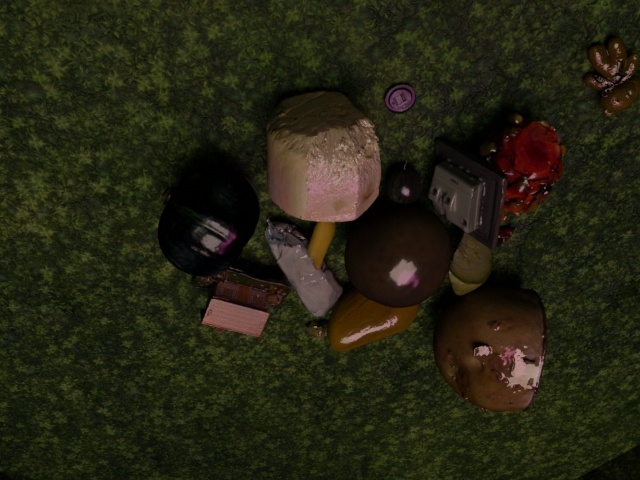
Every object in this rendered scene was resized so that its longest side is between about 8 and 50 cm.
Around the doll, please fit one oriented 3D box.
[{"bbox_3d":[0.757,-0.417,1.539,0.137,0.097,0.209,-29,124,23],"label":"doll"}]

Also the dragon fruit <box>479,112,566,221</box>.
[{"bbox_3d":[0.522,-0.184,1.628,0.227,0.243,0.307,32,105,15],"label":"dragon fruit"}]

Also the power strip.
[{"bbox_3d":[0.381,-0.120,1.638,0.092,0.257,0.251,-22,133,-26],"label":"power strip"}]

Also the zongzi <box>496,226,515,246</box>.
[{"bbox_3d":[0.564,-0.007,1.880,0.083,0.073,0.067,9,147,-14],"label":"zongzi"}]

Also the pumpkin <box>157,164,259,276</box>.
[{"bbox_3d":[-0.301,-0.062,1.556,0.238,0.315,0.315,29,122,-18],"label":"pumpkin"}]

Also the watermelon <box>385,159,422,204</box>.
[{"bbox_3d":[0.232,-0.165,1.675,0.105,0.105,0.133,-6,123,-3],"label":"watermelon"}]

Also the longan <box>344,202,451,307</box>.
[{"bbox_3d":[0.223,0.044,1.734,0.319,0.319,0.319,-4,131,-5],"label":"longan"}]

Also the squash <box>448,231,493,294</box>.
[{"bbox_3d":[0.443,0.084,1.861,0.204,0.237,0.155,44,146,-16],"label":"squash"}]

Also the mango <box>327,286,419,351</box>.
[{"bbox_3d":[0.167,0.224,1.939,0.332,0.195,0.142,-18,167,-7],"label":"mango"}]

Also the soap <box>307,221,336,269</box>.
[{"bbox_3d":[0.000,0.000,1.767,0.033,0.168,0.089,12,163,42],"label":"soap"}]

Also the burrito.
[{"bbox_3d":[-0.054,0.076,1.843,0.139,0.101,0.445,-18,131,13],"label":"burrito"}]

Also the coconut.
[{"bbox_3d":[0.011,-0.186,1.503,0.297,0.297,0.309,-6,131,-3],"label":"coconut"}]

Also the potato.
[{"bbox_3d":[0.537,0.361,2.001,0.319,0.385,0.442,5,120,6],"label":"potato"}]

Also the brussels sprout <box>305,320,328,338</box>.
[{"bbox_3d":[-0.001,0.312,2.089,0.085,0.058,0.085,-14,130,-18],"label":"brussels sprout"}]

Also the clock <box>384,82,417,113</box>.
[{"bbox_3d":[0.206,-0.367,1.551,0.085,0.017,0.085,-4,131,-5],"label":"clock"}]

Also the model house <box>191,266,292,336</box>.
[{"bbox_3d":[-0.250,0.198,1.842,0.294,0.154,0.207,17,153,-20],"label":"model house"}]
